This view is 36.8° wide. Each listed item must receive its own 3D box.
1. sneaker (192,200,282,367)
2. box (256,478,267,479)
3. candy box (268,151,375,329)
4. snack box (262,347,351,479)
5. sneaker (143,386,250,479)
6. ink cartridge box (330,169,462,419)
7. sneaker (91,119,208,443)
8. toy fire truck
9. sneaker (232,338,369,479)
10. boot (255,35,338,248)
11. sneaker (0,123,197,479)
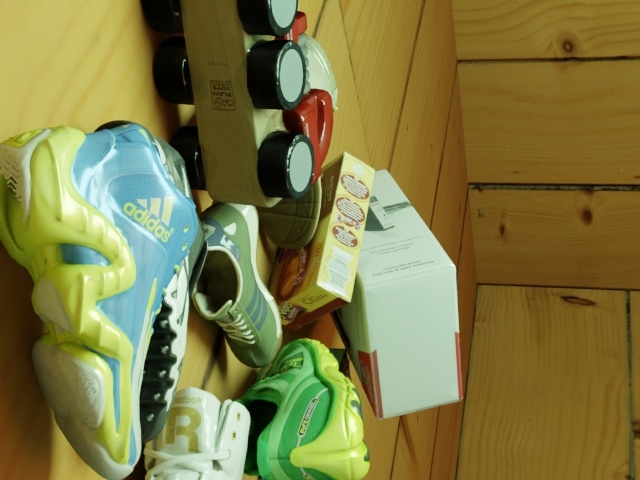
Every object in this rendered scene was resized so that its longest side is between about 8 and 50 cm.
[{"bbox_3d":[-0.088,0.056,0.901,0.086,0.064,0.192,-55,144,-52],"label":"sneaker"},{"bbox_3d":[-0.074,0.334,1.038,0.094,0.027,0.137,19,73,-75],"label":"box"},{"bbox_3d":[0.000,0.000,1.116,0.053,0.109,0.187,28,54,-26],"label":"candy box"},{"bbox_3d":[-0.008,0.262,1.193,0.207,0.070,0.175,-62,148,-58],"label":"snack box"},{"bbox_3d":[-0.120,0.197,0.727,0.292,0.108,0.169,47,44,-83],"label":"sneaker"},{"bbox_3d":[0.078,0.059,1.216,0.273,0.114,0.197,-114,-165,-60],"label":"ink cartridge box"},{"bbox_3d":[-0.124,0.031,0.720,0.106,0.078,0.235,-6,96,-72],"label":"sneaker"},{"bbox_3d":[-0.054,-0.173,0.886,0.246,0.158,0.217,-46,136,-54],"label":"toy fire truck"},{"bbox_3d":[-0.039,0.163,0.944,0.295,0.123,0.110,-174,-102,-79],"label":"sneaker"},{"bbox_3d":[-0.024,-0.114,1.091,0.165,0.077,0.213,-63,151,-63],"label":"boot"},{"bbox_3d":[-0.122,0.036,0.616,0.126,0.091,0.240,-25,121,-32],"label":"sneaker"}]
